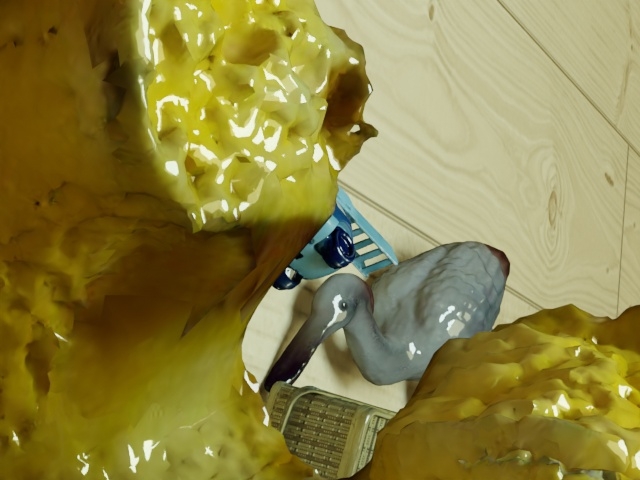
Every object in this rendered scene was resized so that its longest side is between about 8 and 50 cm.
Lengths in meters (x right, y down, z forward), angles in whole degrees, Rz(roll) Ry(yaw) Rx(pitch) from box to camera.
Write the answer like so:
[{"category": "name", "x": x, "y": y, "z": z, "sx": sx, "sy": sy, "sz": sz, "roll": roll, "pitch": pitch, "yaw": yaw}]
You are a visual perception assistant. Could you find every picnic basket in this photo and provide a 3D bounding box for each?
[{"category": "picnic basket", "x": 0.024, "y": 0.166, "z": 1.132, "sx": 0.164, "sy": 0.079, "sz": 0.115, "roll": 26, "pitch": 76, "yaw": -54}]

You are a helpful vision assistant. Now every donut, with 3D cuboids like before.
[{"category": "donut", "x": -0.032, "y": 0.082, "z": 0.686, "sx": 0.163, "sy": 0.435, "sz": 0.378, "roll": -18, "pitch": 146, "yaw": -51}]

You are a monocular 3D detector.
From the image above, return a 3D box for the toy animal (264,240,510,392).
[{"category": "toy animal", "x": 0.075, "y": 0.067, "z": 1.274, "sx": 0.324, "sy": 0.090, "sz": 0.195, "roll": 41, "pitch": 64, "yaw": -58}]

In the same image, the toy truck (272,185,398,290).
[{"category": "toy truck", "x": 0.000, "y": 0.000, "z": 1.117, "sx": 0.136, "sy": 0.063, "sz": 0.074, "roll": 47, "pitch": 35, "yaw": -35}]
